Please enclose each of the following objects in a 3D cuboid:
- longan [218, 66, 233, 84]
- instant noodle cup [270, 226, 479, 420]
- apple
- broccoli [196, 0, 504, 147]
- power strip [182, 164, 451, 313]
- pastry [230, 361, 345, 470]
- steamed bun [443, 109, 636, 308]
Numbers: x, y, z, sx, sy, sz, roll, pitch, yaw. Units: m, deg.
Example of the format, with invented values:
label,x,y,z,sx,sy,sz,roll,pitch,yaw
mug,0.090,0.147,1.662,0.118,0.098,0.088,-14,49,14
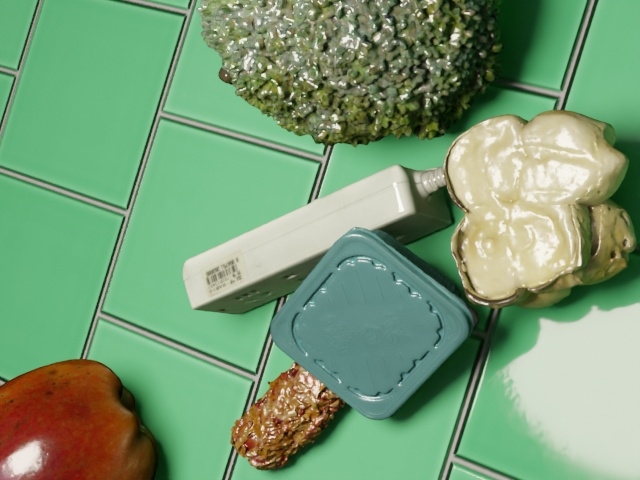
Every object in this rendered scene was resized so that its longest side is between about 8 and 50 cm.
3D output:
label,x,y,z,sx,sy,sz,roll,pitch,yaw
longan,-0.062,-0.208,1.503,0.119,0.106,0.106,-40,59,-10
instant noodle cup,0.055,0.073,1.356,0.157,0.070,0.179,38,125,-2
apple,-0.293,0.247,1.515,0.234,0.234,0.234,-6,78,32
broccoli,0.041,-0.223,1.361,0.260,0.288,0.235,-63,17,-14
power strip,0.000,0.000,1.431,0.338,0.098,0.058,-25,70,27
pastry,-0.031,0.174,1.441,0.169,0.063,0.087,-50,57,17
steamed bun,0.216,-0.033,1.297,0.192,0.106,0.177,-23,74,34
